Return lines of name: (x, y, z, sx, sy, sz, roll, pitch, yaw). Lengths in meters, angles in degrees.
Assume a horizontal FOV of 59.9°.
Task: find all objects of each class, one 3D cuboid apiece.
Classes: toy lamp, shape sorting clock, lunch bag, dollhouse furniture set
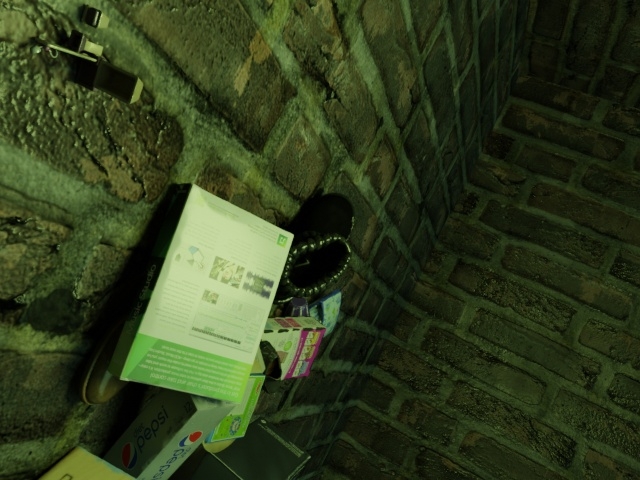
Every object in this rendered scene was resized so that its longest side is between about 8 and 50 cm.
toy lamp: (-0.078, 0.272, 1.611, 0.080, 0.080, 0.274, -42, 153, -45)
shape sorting clock: (-0.186, 0.343, 1.165, 0.206, 0.040, 0.206, -37, 135, -47)
lunch bag: (0.001, 0.228, 1.718, 0.129, 0.096, 0.151, -25, 146, -59)
dollhouse furniture set: (-0.250, -0.206, 0.604, 0.081, 0.114, 0.091, -1, 117, -62)

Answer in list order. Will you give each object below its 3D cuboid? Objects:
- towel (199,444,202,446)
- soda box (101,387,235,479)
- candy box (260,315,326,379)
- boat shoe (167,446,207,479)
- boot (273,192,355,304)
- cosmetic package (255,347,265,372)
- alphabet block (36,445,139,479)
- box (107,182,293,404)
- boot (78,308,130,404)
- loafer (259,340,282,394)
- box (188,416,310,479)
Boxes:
towel: (-0.241, 0.432, 1.305, 0.197, 0.029, 0.144, -27, -169, 42)
soda box: (-0.290, 0.363, 1.032, 0.286, 0.091, 0.098, -49, 148, 18)
candy box: (-0.108, 0.284, 1.453, 0.233, 0.071, 0.159, 7, 109, -47)
boat shoe: (-0.334, 0.589, 1.359, 0.206, 0.075, 0.064, -39, 145, -57)
boot: (0.003, 0.003, 1.265, 0.348, 0.131, 0.260, -56, -173, -21)
cosmetic package: (-0.221, 0.238, 1.176, 0.160, 0.113, 0.309, -51, 156, -31)
alphabet block: (-0.400, 0.501, 0.903, 0.197, 0.194, 0.192, -40, 148, -61)
box: (-0.189, 0.095, 0.939, 0.232, 0.059, 0.321, 28, 72, -39)
boot: (-0.278, 0.169, 0.961, 0.305, 0.115, 0.112, -49, 156, -32)
loafer: (-0.122, 0.325, 1.361, 0.062, 0.061, 0.170, -31, 133, -27)
box: (-0.209, 0.618, 1.320, 0.296, 0.183, 0.294, -58, 165, 7)
